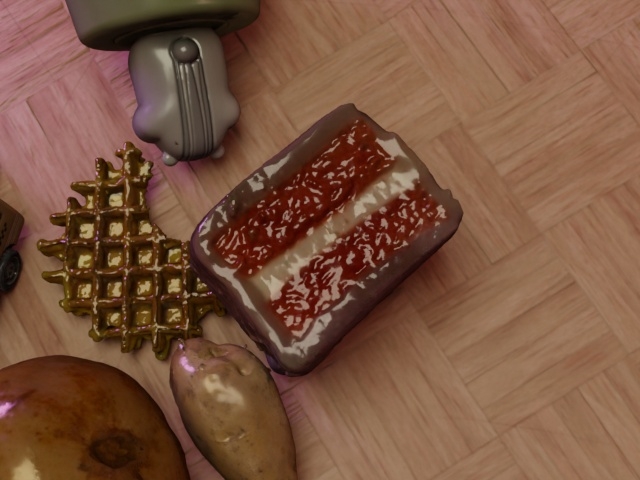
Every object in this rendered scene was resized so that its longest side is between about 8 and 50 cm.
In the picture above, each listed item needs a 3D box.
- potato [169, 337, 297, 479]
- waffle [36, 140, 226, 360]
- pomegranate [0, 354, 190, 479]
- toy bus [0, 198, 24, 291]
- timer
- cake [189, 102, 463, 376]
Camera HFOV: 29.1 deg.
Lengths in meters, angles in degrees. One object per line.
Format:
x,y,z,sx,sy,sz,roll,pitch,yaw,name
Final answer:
-0.103,0.225,1.569,0.128,0.161,0.235,-31,70,-20,potato
-0.246,0.026,1.711,0.293,0.069,0.260,36,82,15,waffle
-0.325,0.317,1.503,0.338,0.338,0.338,-3,71,8,pomegranate
-0.550,0.093,1.660,0.177,0.202,0.365,12,74,11,toy bus
-0.204,-0.264,1.726,0.290,0.291,0.315,-10,92,5,timer
0.000,0.000,1.571,0.309,0.230,0.237,-41,90,-13,cake
